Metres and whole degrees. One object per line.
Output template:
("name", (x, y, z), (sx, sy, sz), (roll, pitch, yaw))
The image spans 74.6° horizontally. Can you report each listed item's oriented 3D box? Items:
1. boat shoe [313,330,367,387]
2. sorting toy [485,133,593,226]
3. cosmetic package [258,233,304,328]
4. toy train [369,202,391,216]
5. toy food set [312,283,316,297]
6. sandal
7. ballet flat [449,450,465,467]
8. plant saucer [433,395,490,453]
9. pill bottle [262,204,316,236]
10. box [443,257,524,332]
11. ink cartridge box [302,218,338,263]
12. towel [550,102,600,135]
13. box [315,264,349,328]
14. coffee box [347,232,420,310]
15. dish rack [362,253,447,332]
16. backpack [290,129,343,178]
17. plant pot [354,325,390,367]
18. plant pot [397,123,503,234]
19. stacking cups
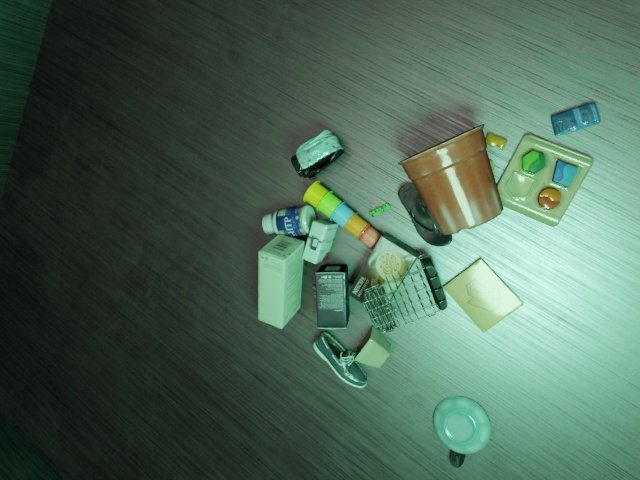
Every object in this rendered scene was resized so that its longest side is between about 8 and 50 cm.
("boat shoe", (0.085, 0.448, 1.598), (0.254, 0.095, 0.079), (42, 122, 21))
("sorting toy", (0.635, -0.205, 1.304), (0.307, 0.041, 0.229), (28, 107, 17))
("cosmetic package", (-0.147, 0.152, 1.566), (0.113, 0.160, 0.309), (17, 121, 19))
("toy train", (0.213, -0.108, 1.505), (0.083, 0.017, 0.023), (-25, 98, 23))
("toy food set", (0.004, 0.171, 1.628), (0.078, 0.019, 0.122), (14, 102, 20))
("sandal", (0.347, -0.080, 1.433), (0.097, 0.054, 0.254), (-40, 82, 22))
("ballet flat", (0.501, 0.724, 1.495), (0.057, 0.049, 0.173), (22, 99, 32))
("plant saucer", (0.486, 0.645, 1.461), (0.195, 0.037, 0.195), (-4, 82, 27))
("pill bottle", (-0.120, -0.070, 1.596), (0.187, 0.112, 0.112), (-6, 95, 23))
("box", (0.542, 0.183, 1.408), (0.164, 0.021, 0.201), (-44, 80, 21))
("ink cartridge box", (0.000, 0.000, 1.557), (0.063, 0.109, 0.150), (23, 105, 21))
("towel", (0.751, -0.358, 1.241), (0.119, 0.029, 0.067), (-16, 90, 24))
("box", (0.046, 0.201, 1.533), (0.108, 0.153, 0.207), (-1, 96, 8))
("coffee box", (0.223, 0.116, 1.487), (0.141, 0.098, 0.246), (34, 108, 14))
("dish rack", (0.280, 0.189, 1.408), (0.272, 0.074, 0.208), (-23, 113, 5))
("backpack", (-0.011, -0.307, 1.504), (0.182, 0.152, 0.115), (-32, 94, 11))
("plant pot", (0.197, 0.400, 1.539), (0.096, 0.109, 0.109), (33, 109, 2))
("plant pot", (0.415, -0.175, 1.294), (0.272, 0.272, 0.265), (-21, 97, 24))
("stacking cups", (0.086, -0.091, 1.518), (0.316, 0.096, 0.096), (38, 109, 13))
